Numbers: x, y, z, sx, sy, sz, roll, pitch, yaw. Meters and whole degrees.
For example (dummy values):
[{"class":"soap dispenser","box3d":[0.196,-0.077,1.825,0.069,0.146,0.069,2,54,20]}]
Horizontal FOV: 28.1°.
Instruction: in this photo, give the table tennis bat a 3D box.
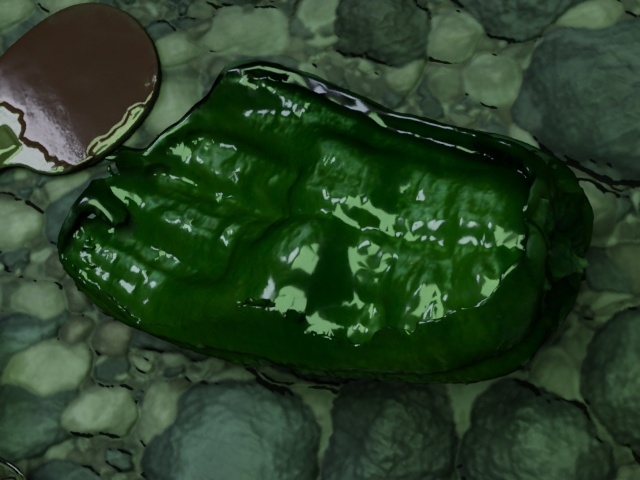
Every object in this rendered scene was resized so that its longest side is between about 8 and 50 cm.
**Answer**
[{"class":"table tennis bat","box3d":[-0.234,-0.098,1.050,0.234,0.022,0.131,-41,74,-1]}]

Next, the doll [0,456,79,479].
[{"class":"doll","box3d":[-0.182,0.234,0.927,0.105,0.115,0.221,-40,66,12]}]

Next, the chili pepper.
[{"class":"chili pepper","box3d":[0.005,0.000,0.910,0.385,0.167,0.213,8,64,25]}]
